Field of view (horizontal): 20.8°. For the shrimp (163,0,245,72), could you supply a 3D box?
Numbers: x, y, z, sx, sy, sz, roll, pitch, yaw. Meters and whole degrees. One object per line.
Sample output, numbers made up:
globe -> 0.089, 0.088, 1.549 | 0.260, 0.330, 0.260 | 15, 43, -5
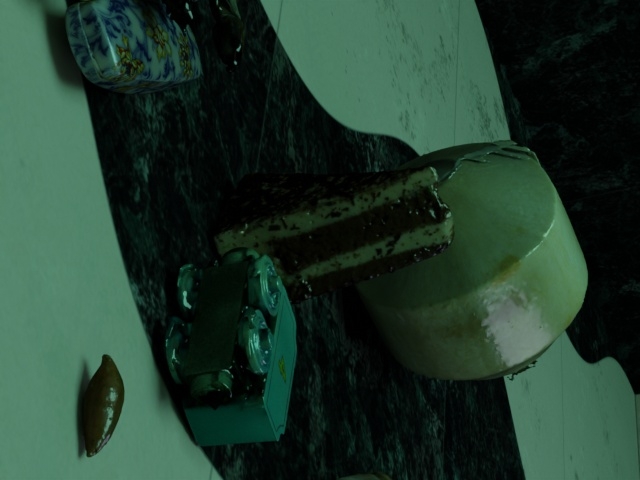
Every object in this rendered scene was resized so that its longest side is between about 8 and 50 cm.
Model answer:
shrimp -> -0.123, -0.265, 1.771 | 0.233, 0.071, 0.365 | 61, 8, -30

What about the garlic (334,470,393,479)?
garlic -> 0.089, 0.377, 2.026 | 0.217, 0.110, 0.228 | 7, 72, -75

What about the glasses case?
glasses case -> -0.174, -0.185, 1.663 | 0.087, 0.065, 0.248 | 69, 15, 3

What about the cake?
cake -> 0.007, 0.003, 1.828 | 0.135, 0.246, 0.112 | -52, 131, -43

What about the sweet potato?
sweet potato -> -0.185, 0.142, 1.476 | 0.034, 0.034, 0.095 | 52, 41, -53

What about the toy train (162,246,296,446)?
toy train -> -0.083, 0.106, 1.696 | 0.198, 0.107, 0.154 | -82, 160, -47

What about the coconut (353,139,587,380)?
coconut -> 0.181, 0.019, 2.253 | 0.323, 0.323, 0.323 | -12, 90, -72
